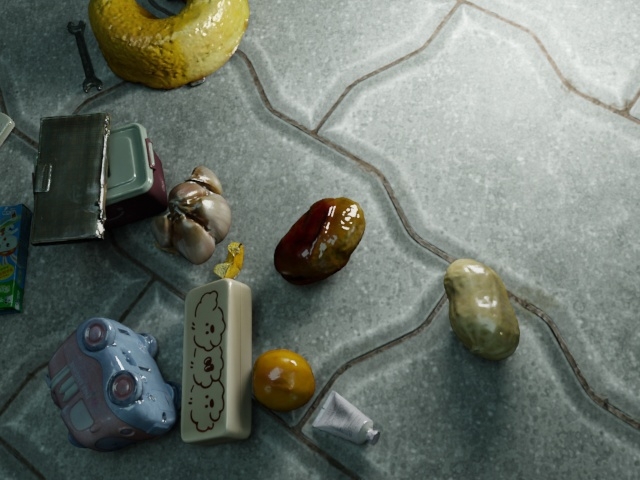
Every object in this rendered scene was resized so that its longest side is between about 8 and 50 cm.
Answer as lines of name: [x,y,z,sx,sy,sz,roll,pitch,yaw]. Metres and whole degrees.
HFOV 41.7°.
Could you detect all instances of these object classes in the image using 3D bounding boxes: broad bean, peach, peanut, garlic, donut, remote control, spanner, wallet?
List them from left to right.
remote control: [-0.873,-0.251,2.177,0.088,0.029,0.190,23,75,20]
wallet: [-0.554,-0.139,1.870,0.169,0.044,0.316,-6,68,6]
spanner: [-0.629,-0.492,2.232,0.054,0.015,0.254,-23,65,3]
donut: [-0.374,-0.602,2.141,0.378,0.163,0.435,27,75,20]
garlic: [-0.276,-0.054,1.898,0.160,0.191,0.214,39,67,-1]
donut: [-0.205,0.045,1.889,0.038,0.067,0.083,16,105,36]
peach: [-0.076,0.287,1.721,0.138,0.138,0.138,-5,67,11]
broad bean: [0.000,0.001,1.830,0.228,0.122,0.156,-45,40,-15]
peanut: [0.320,0.140,1.697,0.129,0.129,0.224,-18,58,5]

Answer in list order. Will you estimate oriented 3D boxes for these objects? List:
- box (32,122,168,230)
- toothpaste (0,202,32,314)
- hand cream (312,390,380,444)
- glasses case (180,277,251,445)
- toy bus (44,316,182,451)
box: [-0.506,-0.133,1.971,0.294,0.167,0.193,-16,67,6]
toothpaste: [-0.742,0.043,2.013,0.065,0.050,0.266,-5,67,7]
hand cream: [0.058,0.371,1.706,0.142,0.053,0.084,22,73,36]
glasses case: [-0.218,0.255,1.766,0.144,0.076,0.336,-20,61,34]
toy bus: [-0.450,0.316,1.766,0.232,0.197,0.294,-38,65,6]
